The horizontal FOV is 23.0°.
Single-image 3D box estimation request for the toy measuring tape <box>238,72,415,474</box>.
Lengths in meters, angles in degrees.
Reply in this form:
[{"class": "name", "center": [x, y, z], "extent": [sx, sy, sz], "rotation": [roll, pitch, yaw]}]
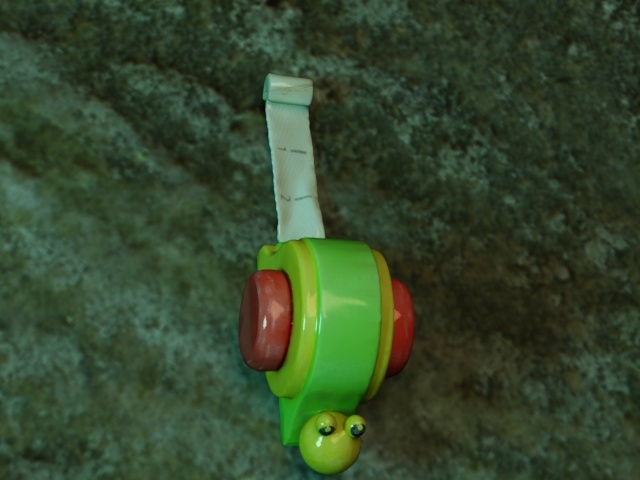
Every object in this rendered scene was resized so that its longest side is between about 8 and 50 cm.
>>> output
[{"class": "toy measuring tape", "center": [0.000, 0.000, 1.088], "extent": [0.121, 0.121, 0.330], "rotation": [5, 60, -17]}]
